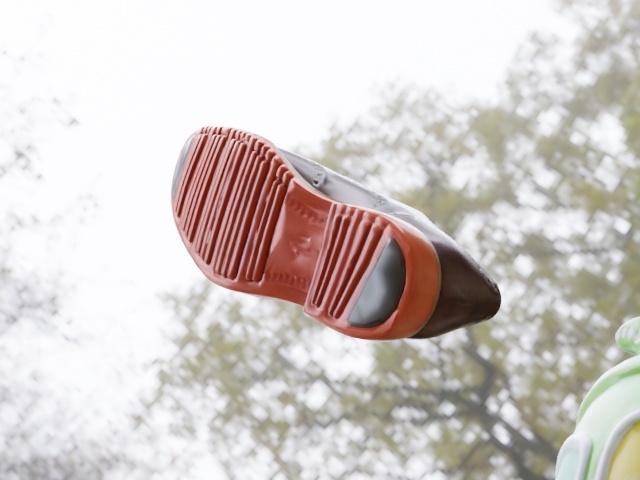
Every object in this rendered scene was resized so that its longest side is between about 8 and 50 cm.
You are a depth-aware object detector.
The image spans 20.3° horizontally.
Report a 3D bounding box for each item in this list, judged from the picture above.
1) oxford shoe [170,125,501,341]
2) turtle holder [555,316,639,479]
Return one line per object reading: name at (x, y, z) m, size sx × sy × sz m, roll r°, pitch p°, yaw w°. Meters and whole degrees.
oxford shoe at (0.000, 0.000, 1.126) m, size 0.098 × 0.271 × 0.097 m, roll 10°, pitch -74°, yaw -42°
turtle holder at (0.282, 0.194, 1.223) m, size 0.227 × 0.243 × 0.320 m, roll -59°, pitch 3°, yaw -35°
